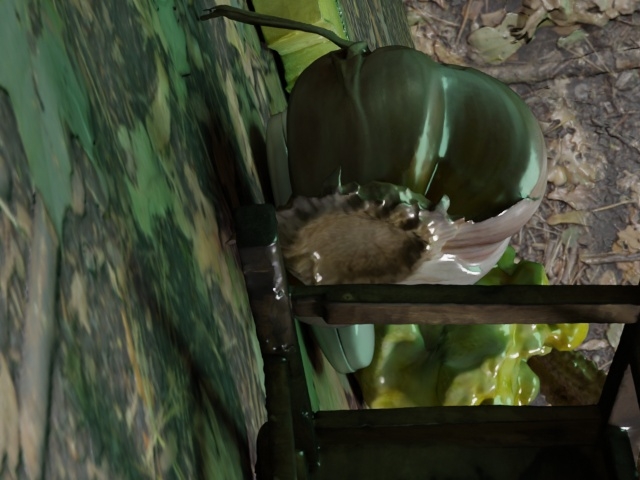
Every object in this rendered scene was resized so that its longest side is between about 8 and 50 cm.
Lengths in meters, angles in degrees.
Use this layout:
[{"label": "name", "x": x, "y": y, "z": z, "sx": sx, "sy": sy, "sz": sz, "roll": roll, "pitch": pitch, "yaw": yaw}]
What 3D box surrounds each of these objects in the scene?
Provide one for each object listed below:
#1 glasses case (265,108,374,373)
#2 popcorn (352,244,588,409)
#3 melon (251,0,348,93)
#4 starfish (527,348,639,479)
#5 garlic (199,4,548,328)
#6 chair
[{"label": "glasses case", "x": 0.000, "y": 0.000, "z": 1.287, "sx": 0.076, "sy": 0.049, "sz": 0.197, "roll": -19, "pitch": 94, "yaw": -82}, {"label": "popcorn", "x": 0.110, "y": 0.076, "z": 1.427, "sx": 0.187, "sy": 0.185, "sz": 0.167, "roll": 45, "pitch": -17, "yaw": 12}, {"label": "melon", "x": -0.007, "y": -0.151, "z": 1.478, "sx": 0.118, "sy": 0.064, "sz": 0.209, "roll": -88, "pitch": 164, "yaw": -65}, {"label": "starfish", "x": 0.218, "y": 0.237, "z": 1.494, "sx": 0.398, "sy": 0.132, "sz": 0.383, "roll": 52, "pitch": -50, "yaw": 37}, {"label": "garlic", "x": 0.005, "y": -0.055, "z": 1.120, "sx": 0.257, "sy": 0.207, "sz": 0.207, "roll": 40, "pitch": 10, "yaw": 0}, {"label": "chair", "x": 0.078, "y": 0.178, "z": 0.956, "sx": 0.416, "sy": 0.241, "sz": 0.203, "roll": 92, "pitch": -8, "yaw": -51}]
